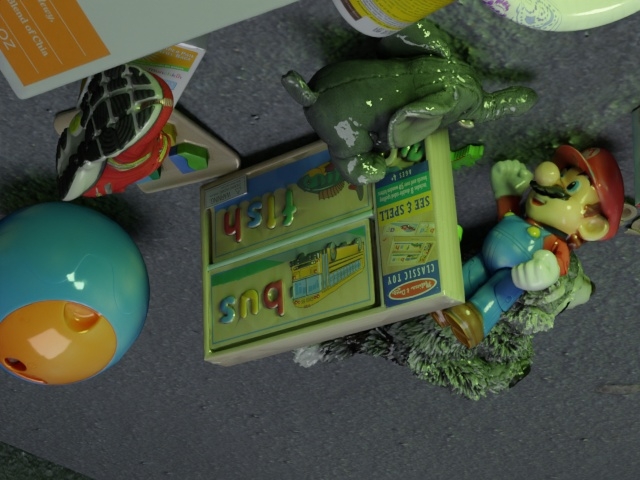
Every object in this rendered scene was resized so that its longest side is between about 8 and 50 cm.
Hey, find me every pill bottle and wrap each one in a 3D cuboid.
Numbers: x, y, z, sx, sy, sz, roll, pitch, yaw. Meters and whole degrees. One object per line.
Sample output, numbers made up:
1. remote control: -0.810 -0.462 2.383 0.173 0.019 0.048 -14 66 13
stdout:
1. pill bottle: 0.113 -0.296 1.228 0.117 0.117 0.215 27 147 -35

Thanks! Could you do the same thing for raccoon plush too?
1. raccoon plush: 0.184 0.105 1.819 0.446 0.216 0.299 -14 151 -12

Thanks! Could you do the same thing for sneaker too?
1. sneaker: -0.229 -0.129 1.458 0.118 0.107 0.279 0 163 -31

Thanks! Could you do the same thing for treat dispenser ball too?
1. treat dispenser ball: -0.413 0.083 1.907 0.288 0.288 0.288 5 153 3

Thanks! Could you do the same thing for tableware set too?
1. tableware set: 0.487 -0.044 1.756 0.141 0.020 0.168 21 150 -26

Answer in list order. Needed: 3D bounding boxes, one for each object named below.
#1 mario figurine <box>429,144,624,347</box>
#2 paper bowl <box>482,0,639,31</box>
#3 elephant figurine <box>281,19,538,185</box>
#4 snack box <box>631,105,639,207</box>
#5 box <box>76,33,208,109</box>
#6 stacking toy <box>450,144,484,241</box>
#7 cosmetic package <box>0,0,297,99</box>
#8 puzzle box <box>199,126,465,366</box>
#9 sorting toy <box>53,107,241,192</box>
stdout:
1. mario figurine: 0.260 -0.021 1.601 0.198 0.320 0.170 45 170 19
2. paper bowl: 0.218 -0.331 1.028 0.284 0.148 0.284 -15 137 -15
3. elephant figurine: 0.113 -0.179 1.460 0.239 0.186 0.169 -20 102 24
4. snack box: 0.442 -0.096 1.526 0.100 0.141 0.037 17 151 -19
5. box: -0.209 -0.231 1.444 0.114 0.103 0.203 15 152 -18
6. stacking toy: 0.114 -0.045 1.672 0.221 0.167 0.052 -16 133 37
7. cosmetic package: -0.145 -0.311 1.117 0.453 0.161 0.230 -14 119 33
8. puzzle box: 0.000 0.000 1.645 0.408 0.272 0.052 -19 155 34
9. sorting toy: -0.244 -0.131 1.724 0.193 0.038 0.208 -10 149 30
